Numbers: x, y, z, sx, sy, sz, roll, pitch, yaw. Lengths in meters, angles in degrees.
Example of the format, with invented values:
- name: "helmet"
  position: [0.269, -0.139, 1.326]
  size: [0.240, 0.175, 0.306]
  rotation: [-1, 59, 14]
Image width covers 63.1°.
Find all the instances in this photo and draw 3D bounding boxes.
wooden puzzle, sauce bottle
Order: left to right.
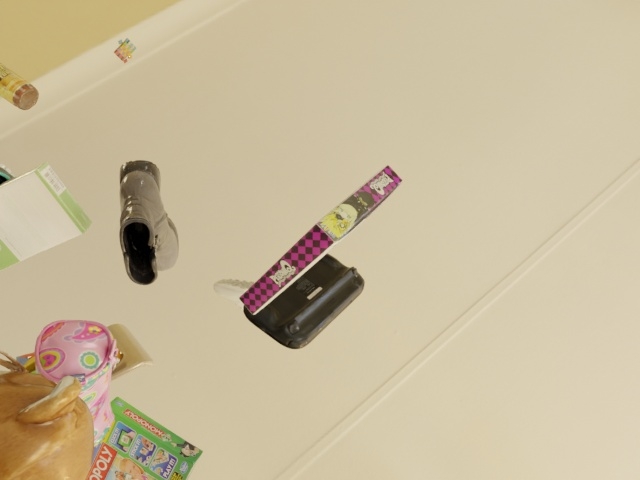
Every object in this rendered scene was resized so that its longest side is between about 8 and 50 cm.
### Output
- name: "sauce bottle"
  position: [-0.478, -0.241, 0.766]
  size: [0.128, 0.042, 0.042]
  rotation: [33, -112, 1]
- name: "wooden puzzle"
  position: [-0.644, 0.313, 1.347]
  size: [0.348, 0.080, 0.322]
  rotation: [-21, -160, -29]
- name: "wooden puzzle"
  position: [-0.482, -0.470, 1.290]
  size: [0.006, 0.083, 0.049]
  rotation: [43, -91, 5]

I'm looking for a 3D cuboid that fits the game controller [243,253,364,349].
- name: "game controller"
  position: [-0.029, 0.123, 1.189]
  size: [0.167, 0.067, 0.319]
  rotation: [26, -146, 23]

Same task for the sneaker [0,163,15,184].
- name: "sneaker"
  position: [-0.703, -0.110, 1.197]
  size: [0.166, 0.076, 0.065]
  rotation: [40, -94, -16]

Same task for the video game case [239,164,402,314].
- name: "video game case"
  position: [0.000, 0.000, 0.795]
  size: [0.042, 0.232, 0.210]
  rotation: [48, -136, 1]

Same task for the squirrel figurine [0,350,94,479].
- name: "squirrel figurine"
  position: [-0.398, 0.255, 0.469]
  size: [0.371, 0.280, 0.397]
  rotation: [-2, -164, -29]

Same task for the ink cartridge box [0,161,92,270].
- name: "ink cartridge box"
  position: [-0.667, -0.050, 1.169]
  size: [0.235, 0.171, 0.056]
  rotation: [-23, -151, 9]

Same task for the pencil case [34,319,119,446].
- name: "pencil case"
  position: [-0.403, 0.247, 0.869]
  size: [0.124, 0.284, 0.124]
  rotation: [13, -136, -12]

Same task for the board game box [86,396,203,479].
- name: "board game box"
  position: [-0.403, 0.508, 1.085]
  size: [0.214, 0.046, 0.317]
  rotation: [30, -73, 5]

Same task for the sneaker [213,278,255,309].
- name: "sneaker"
  position: [-0.171, 0.164, 1.369]
  size: [0.235, 0.090, 0.094]
  rotation: [16, -80, -9]

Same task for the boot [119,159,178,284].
- name: "boot"
  position: [-0.385, 0.015, 1.142]
  size: [0.118, 0.338, 0.222]
  rotation: [-9, -130, -7]
